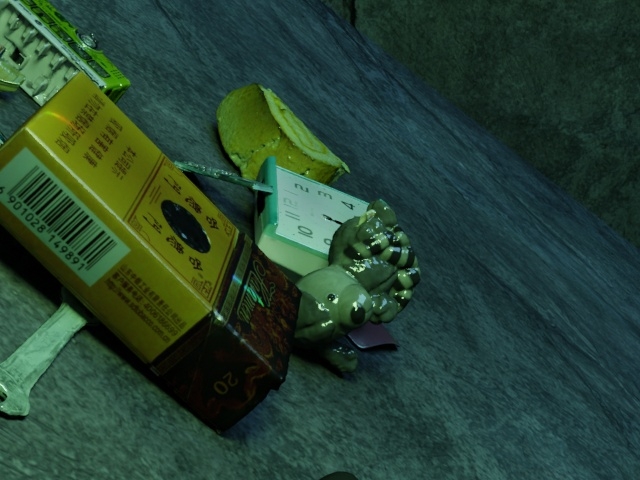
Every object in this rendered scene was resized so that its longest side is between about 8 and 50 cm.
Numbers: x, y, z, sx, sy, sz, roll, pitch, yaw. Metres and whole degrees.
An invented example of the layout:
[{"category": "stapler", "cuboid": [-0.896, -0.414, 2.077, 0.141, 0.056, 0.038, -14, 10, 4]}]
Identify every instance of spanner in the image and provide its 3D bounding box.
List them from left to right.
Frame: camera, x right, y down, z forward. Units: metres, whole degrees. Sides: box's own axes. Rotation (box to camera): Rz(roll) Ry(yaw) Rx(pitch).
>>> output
[{"category": "spanner", "cuboid": [-0.293, 0.113, 1.484, 0.071, 0.017, 0.302, 40, 19, -3]}]

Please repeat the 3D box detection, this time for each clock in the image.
[{"category": "clock", "cuboid": [0.000, 0.000, 2.154, 0.231, 0.116, 0.262, 22, 22, -13]}]

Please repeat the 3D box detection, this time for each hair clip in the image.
[{"category": "hair clip", "cuboid": [0.082, 0.144, 2.136, 0.054, 0.022, 0.137, 53, 22, 23]}]

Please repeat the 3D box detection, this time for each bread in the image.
[{"category": "bread", "cuboid": [-0.072, -0.156, 2.367, 0.186, 0.124, 0.257, 25, 22, -55]}]

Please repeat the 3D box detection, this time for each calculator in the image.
[{"category": "calculator", "cuboid": [-0.148, -0.097, 2.115, 0.172, 0.018, 0.057, 17, 7, 37]}]

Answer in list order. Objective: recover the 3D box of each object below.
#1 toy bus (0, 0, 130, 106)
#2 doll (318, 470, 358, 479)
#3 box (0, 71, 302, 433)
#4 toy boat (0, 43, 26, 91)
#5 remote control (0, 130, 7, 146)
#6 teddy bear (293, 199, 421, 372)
[{"category": "toy bus", "cuboid": [-0.424, -0.291, 2.006, 0.301, 0.113, 0.139, 43, 22, 4]}, {"category": "doll", "cuboid": [-0.004, 0.315, 1.503, 0.102, 0.089, 0.179, 40, 42, -1]}, {"category": "box", "cuboid": [-0.203, 0.009, 1.659, 0.415, 0.116, 0.264, 46, 17, -12]}, {"category": "toy boat", "cuboid": [-0.478, -0.262, 1.895, 0.172, 0.066, 0.065, 38, 22, -7]}, {"category": "remote control", "cuboid": [-0.502, -0.209, 1.731, 0.399, 0.062, 0.144, 48, 19, 19]}, {"category": "teddy bear", "cuboid": [0.041, 0.088, 1.927, 0.144, 0.251, 0.171, 5, -43, 48]}]
